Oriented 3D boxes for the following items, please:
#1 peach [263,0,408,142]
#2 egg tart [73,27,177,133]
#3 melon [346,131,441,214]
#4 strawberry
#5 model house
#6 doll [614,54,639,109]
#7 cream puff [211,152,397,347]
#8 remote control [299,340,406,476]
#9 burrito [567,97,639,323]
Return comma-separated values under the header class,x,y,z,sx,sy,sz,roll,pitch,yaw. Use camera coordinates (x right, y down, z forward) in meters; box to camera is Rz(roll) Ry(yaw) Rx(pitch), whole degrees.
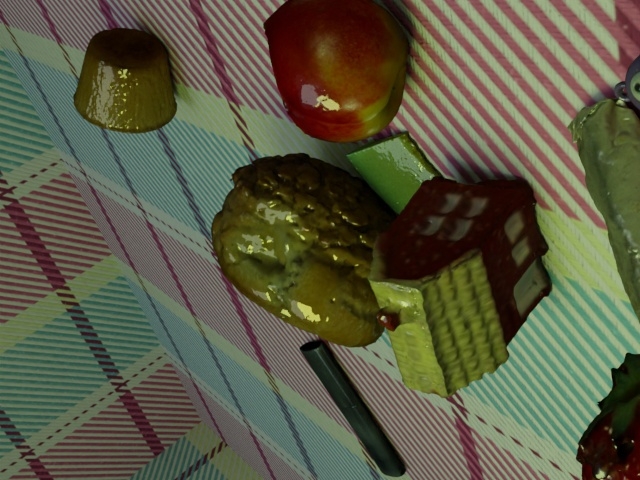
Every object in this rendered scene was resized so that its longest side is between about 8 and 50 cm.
class,x,y,z,sx,sy,sz,roll,pitch,yaw
peach,0.014,-0.221,1.046,0.192,0.190,0.190,21,144,22
egg tart,-0.395,-0.327,1.686,0.215,0.215,0.171,43,138,25
melon,0.157,-0.068,1.188,0.262,0.053,0.114,45,137,11
strawberry,0.417,0.252,0.851,0.288,0.250,0.238,56,151,0
model house,0.159,0.064,1.039,0.160,0.254,0.196,13,134,39
doll,0.340,-0.143,0.692,0.206,0.067,0.110,-7,126,52
cream puff,0.000,0.000,1.273,0.327,0.231,0.343,29,-170,-24
remote control,0.077,0.402,1.962,0.377,0.044,0.107,57,152,-8
burrito,0.321,-0.010,0.829,0.082,0.059,0.275,134,123,-69
